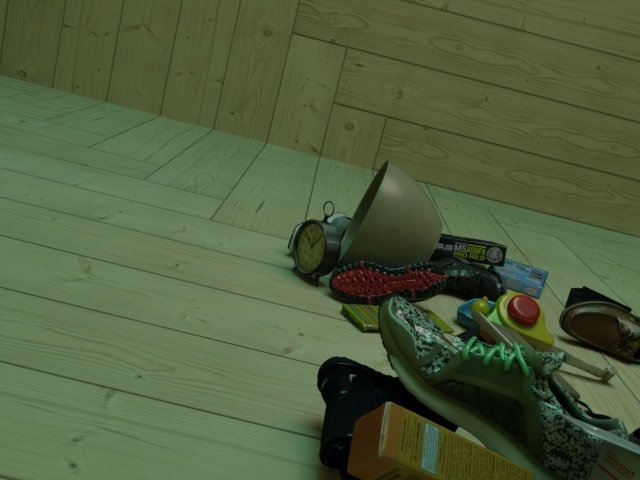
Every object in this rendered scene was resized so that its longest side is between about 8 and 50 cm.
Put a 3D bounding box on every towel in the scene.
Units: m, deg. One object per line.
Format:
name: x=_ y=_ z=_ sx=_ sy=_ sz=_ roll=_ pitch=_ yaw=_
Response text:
towel: x=0.166 y=0.172 z=1.658 sx=0.237 sy=0.021 sz=0.102 roll=6 pitch=21 yaw=-29

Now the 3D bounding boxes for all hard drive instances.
hard drive: x=0.275 y=0.215 z=1.493 sx=0.094 sy=0.022 sz=0.135 roll=-26 pitch=12 yaw=10

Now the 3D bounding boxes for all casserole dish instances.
casserole dish: x=0.384 y=0.180 z=1.798 sx=0.114 sy=0.037 sz=0.188 roll=23 pitch=18 yaw=28

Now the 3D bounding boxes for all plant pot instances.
plant pot: x=0.179 y=-0.025 z=1.854 sx=0.190 sy=0.284 sz=0.284 roll=26 pitch=15 yaw=-4

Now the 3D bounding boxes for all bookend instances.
bookend: x=0.692 y=0.180 z=2.014 sx=0.157 sy=0.072 sz=0.156 roll=2 pitch=18 yaw=-36

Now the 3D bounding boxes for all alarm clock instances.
alarm clock: x=0.000 y=0.000 z=1.786 sx=0.064 sy=0.192 sz=0.129 roll=5 pitch=19 yaw=-36

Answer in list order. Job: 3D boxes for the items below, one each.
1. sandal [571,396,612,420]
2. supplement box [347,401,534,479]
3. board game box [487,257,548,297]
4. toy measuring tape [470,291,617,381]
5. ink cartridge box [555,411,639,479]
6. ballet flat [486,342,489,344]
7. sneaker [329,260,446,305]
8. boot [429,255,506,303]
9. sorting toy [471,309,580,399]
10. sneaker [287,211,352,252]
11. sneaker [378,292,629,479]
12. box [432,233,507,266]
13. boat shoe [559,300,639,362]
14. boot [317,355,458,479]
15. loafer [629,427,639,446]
sandal: x=0.402 y=0.301 z=1.342 sx=0.254 sy=0.055 sz=0.097 roll=12 pitch=15 yaw=-9
supplement box: x=0.152 y=0.287 z=0.954 sx=0.233 sy=0.078 sz=0.080 roll=27 pitch=47 yaw=-17
board game box: x=0.571 y=0.102 z=2.244 sx=0.160 sy=0.039 sz=0.211 roll=19 pitch=15 yaw=17
toy measuring tape: x=0.479 y=0.193 z=1.660 sx=0.330 sy=0.122 sz=0.121 roll=22 pitch=15 yaw=1
ink cartridge box: x=0.442 y=0.339 z=0.919 sx=0.353 sy=0.119 sz=0.207 roll=24 pitch=-2 yaw=9
ballet flat: x=0.318 y=0.246 z=1.477 sx=0.067 sy=0.073 sz=0.206 roll=-11 pitch=10 yaw=8
sneaker: x=0.148 y=0.114 z=1.755 sx=0.261 sy=0.104 sz=0.125 roll=1 pitch=-20 yaw=-4
boot: x=0.309 y=0.104 z=1.941 sx=0.228 sy=0.091 sz=0.263 roll=-1 pitch=17 yaw=-31
sorting toy: x=0.388 y=0.226 z=1.476 sx=0.208 sy=0.038 sz=0.193 roll=29 pitch=15 yaw=-47
sneaker: x=0.024 y=0.001 z=2.020 sx=0.108 sy=0.100 sz=0.271 roll=32 pitch=26 yaw=22
sneaker: x=0.266 y=0.195 z=1.114 sx=0.410 sy=0.182 sz=0.158 roll=41 pitch=24 yaw=6
box: x=0.401 y=0.021 z=2.206 sx=0.216 sy=0.060 sz=0.270 roll=8 pitch=4 yaw=4
boat shoe: x=0.721 y=0.222 z=1.815 sx=0.307 sy=0.111 sz=0.104 roll=13 pitch=14 yaw=-5
boot: x=0.106 y=0.277 z=1.091 sx=0.246 sy=0.094 sz=0.207 roll=23 pitch=22 yaw=-14
loafer: x=0.552 y=0.345 z=1.309 sx=0.062 sy=0.061 sz=0.170 roll=23 pitch=17 yaw=33
